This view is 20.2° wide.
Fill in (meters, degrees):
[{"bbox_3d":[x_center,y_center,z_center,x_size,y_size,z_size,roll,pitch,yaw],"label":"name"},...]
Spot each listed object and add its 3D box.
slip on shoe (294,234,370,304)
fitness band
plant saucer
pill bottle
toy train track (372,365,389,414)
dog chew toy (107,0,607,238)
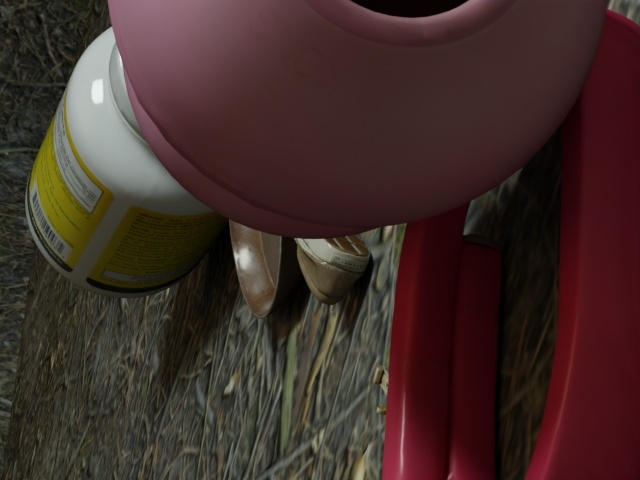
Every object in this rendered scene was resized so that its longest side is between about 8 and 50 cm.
[{"bbox_3d":[0.000,0.000,1.227,0.135,0.051,0.041,-122,49,-61],"label":"slip on shoe"},{"bbox_3d":[0.094,0.027,0.825,0.209,0.054,0.291,129,151,-55],"label":"fitness band"},{"bbox_3d":[-0.039,-0.025,1.374,0.168,0.029,0.168,177,90,-75],"label":"plant saucer"},{"bbox_3d":[-0.145,-0.085,1.596,0.334,0.188,0.188,132,148,-62],"label":"pill bottle"},{"bbox_3d":[0.040,0.091,1.048,0.083,0.014,0.048,-121,46,-72],"label":"toy train track"},{"bbox_3d":[0.001,-0.093,0.822,0.332,0.207,0.206,134,147,-75],"label":"dog chew toy"}]
